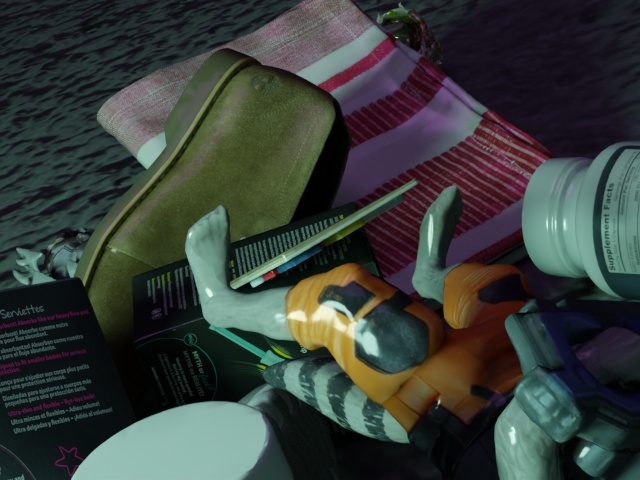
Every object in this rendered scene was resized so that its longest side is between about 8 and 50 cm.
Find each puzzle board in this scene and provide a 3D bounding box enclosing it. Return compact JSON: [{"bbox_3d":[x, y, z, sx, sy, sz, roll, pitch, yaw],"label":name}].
[{"bbox_3d":[0.000,0.000,1.165,0.096,0.011,0.128,-29,1,-20],"label":"puzzle board"}]

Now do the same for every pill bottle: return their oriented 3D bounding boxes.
[{"bbox_3d":[0.228,-0.013,1.264,0.180,0.108,0.108,3,32,40],"label":"pill bottle"},{"bbox_3d":[-0.038,0.188,0.910,0.119,0.208,0.119,-16,24,8],"label":"pill bottle"}]

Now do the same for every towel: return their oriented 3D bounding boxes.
[{"bbox_3d":[0.013,-0.065,1.467,0.237,0.037,0.329,-30,50,-22],"label":"towel"}]

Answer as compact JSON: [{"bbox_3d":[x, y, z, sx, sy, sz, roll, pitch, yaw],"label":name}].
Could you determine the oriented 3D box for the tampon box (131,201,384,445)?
[{"bbox_3d":[-0.029,0.068,1.263,0.161,0.120,0.101,-18,25,2],"label":"tampon box"}]

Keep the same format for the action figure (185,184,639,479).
[{"bbox_3d":[0.127,0.097,1.030,0.341,0.178,0.330,11,24,-49],"label":"action figure"}]

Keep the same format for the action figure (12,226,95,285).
[{"bbox_3d":[-0.123,-0.002,1.518,0.285,0.099,0.185,-36,36,-26],"label":"action figure"}]

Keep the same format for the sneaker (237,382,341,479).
[{"bbox_3d":[-0.078,0.170,1.107,0.115,0.105,0.281,-12,21,30],"label":"sneaker"}]

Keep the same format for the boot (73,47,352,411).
[{"bbox_3d":[-0.083,0.012,1.349,0.115,0.112,0.305,21,75,23],"label":"boot"}]

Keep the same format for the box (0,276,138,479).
[{"bbox_3d":[-0.250,0.126,1.116,0.247,0.142,0.163,-8,-18,-44],"label":"box"}]

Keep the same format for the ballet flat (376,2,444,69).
[{"bbox_3d":[0.054,-0.136,1.687,0.091,0.077,0.241,-11,26,14],"label":"ballet flat"}]
